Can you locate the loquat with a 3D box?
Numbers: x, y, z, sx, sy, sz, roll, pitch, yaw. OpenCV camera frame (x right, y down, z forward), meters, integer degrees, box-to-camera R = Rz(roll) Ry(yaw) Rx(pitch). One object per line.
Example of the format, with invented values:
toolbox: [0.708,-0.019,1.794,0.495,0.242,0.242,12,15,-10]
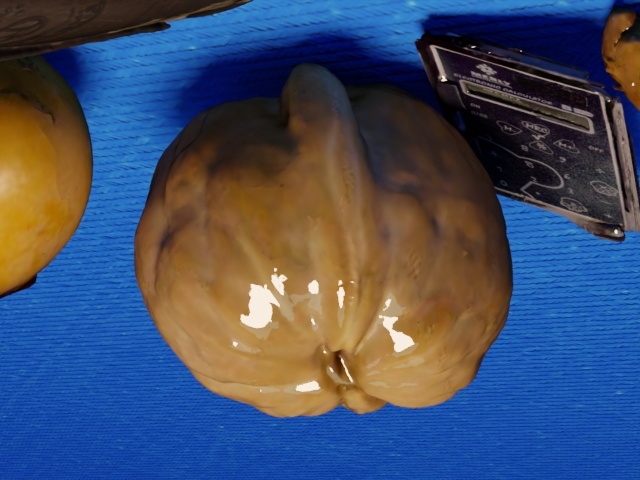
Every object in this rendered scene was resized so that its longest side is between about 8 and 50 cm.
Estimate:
loquat: [-0.291,-0.058,1.243,0.235,0.235,0.235,5,157,2]

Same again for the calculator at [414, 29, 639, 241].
calculator: [0.174,-0.080,1.265,0.165,0.028,0.274,21,164,23]

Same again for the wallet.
wallet: [-0.172,-0.147,1.043,0.170,0.044,0.321,-13,-177,31]

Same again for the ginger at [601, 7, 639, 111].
ginger: [0.349,-0.129,1.096,0.309,0.107,0.133,-7,130,29]

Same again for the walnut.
walnut: [0.000,0.000,1.265,0.296,0.285,0.285,-8,157,-1]
